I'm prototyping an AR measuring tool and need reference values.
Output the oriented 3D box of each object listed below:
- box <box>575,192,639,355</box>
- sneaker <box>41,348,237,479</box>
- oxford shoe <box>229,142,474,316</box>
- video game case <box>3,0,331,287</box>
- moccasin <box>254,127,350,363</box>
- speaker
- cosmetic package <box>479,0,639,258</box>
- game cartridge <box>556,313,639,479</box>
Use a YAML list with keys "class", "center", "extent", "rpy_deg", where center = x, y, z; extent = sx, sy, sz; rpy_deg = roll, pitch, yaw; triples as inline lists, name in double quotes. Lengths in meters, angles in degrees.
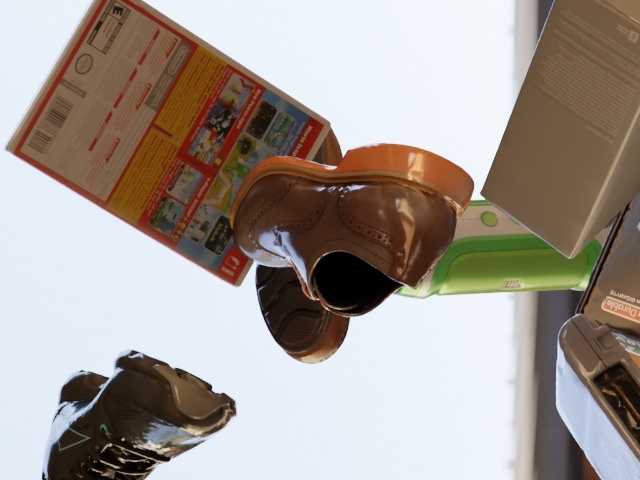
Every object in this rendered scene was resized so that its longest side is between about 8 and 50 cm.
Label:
- class: "box"
  center: [0.448, 0.008, 1.877]
  extent: [0.293, 0.295, 0.073]
  rpy_deg: [-63, -20, -14]
- class: "sneaker"
  center: [-0.142, 0.152, 1.389]
  extent: [0.106, 0.101, 0.267]
  rpy_deg: [-66, 16, -20]
- class: "oxford shoe"
  center: [0.000, 0.000, 1.742]
  extent: [0.363, 0.130, 0.133]
  rpy_deg: [-14, 53, 62]
- class: "video game case"
  center: [-0.153, -0.108, 1.910]
  extent: [0.204, 0.285, 0.025]
  rpy_deg: [-61, 19, -7]
- class: "moccasin"
  center: [-0.004, 0.011, 2.305]
  extent: [0.147, 0.139, 0.380]
  rpy_deg: [48, -160, -34]
- class: "speaker"
  center: [0.225, 0.007, 2.320]
  extent: [0.131, 0.296, 0.131]
  rpy_deg: [177, 90, -71]
- class: "cosmetic package"
  center: [0.220, -0.115, 1.417]
  extent: [0.127, 0.107, 0.238]
  rpy_deg: [-39, -20, -40]
- class: "game cartridge"
  center: [0.305, 0.219, 1.653]
  extent: [0.297, 0.062, 0.198]
  rpy_deg: [56, 168, 24]
